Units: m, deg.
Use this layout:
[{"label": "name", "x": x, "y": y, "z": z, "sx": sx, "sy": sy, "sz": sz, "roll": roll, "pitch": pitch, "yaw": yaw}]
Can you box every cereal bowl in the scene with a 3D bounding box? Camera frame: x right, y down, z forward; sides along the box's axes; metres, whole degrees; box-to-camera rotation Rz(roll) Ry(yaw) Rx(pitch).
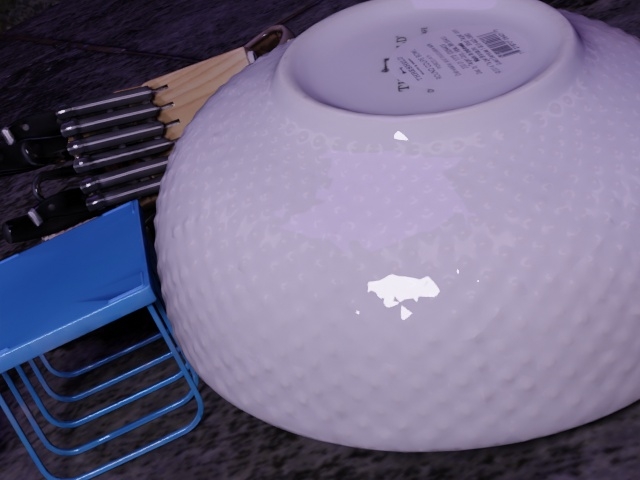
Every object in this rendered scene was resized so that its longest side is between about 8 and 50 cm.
[{"label": "cereal bowl", "x": 0.064, "y": -0.046, "z": 0.746, "sx": 0.339, "sy": 0.141, "sz": 0.339, "roll": -8, "pitch": 33, "yaw": 5}]

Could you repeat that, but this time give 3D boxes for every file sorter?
[{"label": "file sorter", "x": -0.148, "y": 0.065, "z": 0.879, "sx": 0.118, "sy": 0.104, "sz": 0.170, "roll": -25, "pitch": 22, "yaw": -1}]

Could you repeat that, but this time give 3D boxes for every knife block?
[{"label": "knife block", "x": -0.134, "y": -0.071, "z": 1.061, "sx": 0.242, "sy": 0.088, "sz": 0.276, "roll": -17, "pitch": 0, "yaw": 15}]

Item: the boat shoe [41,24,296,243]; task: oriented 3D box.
[{"label": "boat shoe", "x": -0.126, "y": -0.082, "z": 1.196, "sx": 0.324, "sy": 0.096, "sz": 0.116, "roll": -37, "pitch": 25, "yaw": -27}]

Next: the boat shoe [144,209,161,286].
[{"label": "boat shoe", "x": -0.144, "y": 0.021, "z": 1.052, "sx": 0.049, "sy": 0.056, "sz": 0.152, "roll": -2, "pitch": 29, "yaw": 18}]
